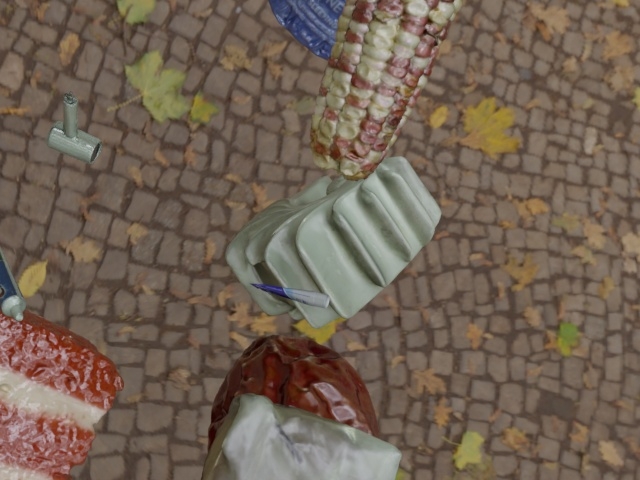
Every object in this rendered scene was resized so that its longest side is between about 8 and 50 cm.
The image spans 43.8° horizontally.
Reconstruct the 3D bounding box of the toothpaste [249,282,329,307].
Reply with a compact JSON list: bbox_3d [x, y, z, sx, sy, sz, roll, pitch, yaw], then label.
[{"bbox_3d":[-0.032,0.055,0.820,0.083,0.024,0.015,11,78,18],"label":"toothpaste"}]

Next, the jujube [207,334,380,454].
[{"bbox_3d":[-0.045,0.317,1.219,0.276,0.276,0.377,27,36,-14],"label":"jujube"}]

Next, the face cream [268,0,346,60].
[{"bbox_3d":[0.046,-0.493,1.518,0.249,0.225,0.249,29,41,-29],"label":"face cream"}]

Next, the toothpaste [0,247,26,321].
[{"bbox_3d":[-0.471,0.055,1.169,0.035,0.197,0.057,17,112,-46],"label":"toothpaste"}]

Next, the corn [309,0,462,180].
[{"bbox_3d":[0.049,-0.152,0.500,0.080,0.079,0.237,17,107,-16],"label":"corn"}]

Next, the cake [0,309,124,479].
[{"bbox_3d":[-0.544,0.278,1.351,0.270,0.269,0.319,32,78,-33],"label":"cake"}]

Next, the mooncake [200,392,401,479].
[{"bbox_3d":[-0.023,0.179,0.533,0.125,0.073,0.130,20,65,2],"label":"mooncake"}]

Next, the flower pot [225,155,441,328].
[{"bbox_3d":[0.000,0.000,1.204,0.254,0.367,0.164,-41,107,-21],"label":"flower pot"}]

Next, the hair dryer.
[{"bbox_3d":[-0.304,-0.145,0.984,0.063,0.124,0.038,24,58,-4],"label":"hair dryer"}]
